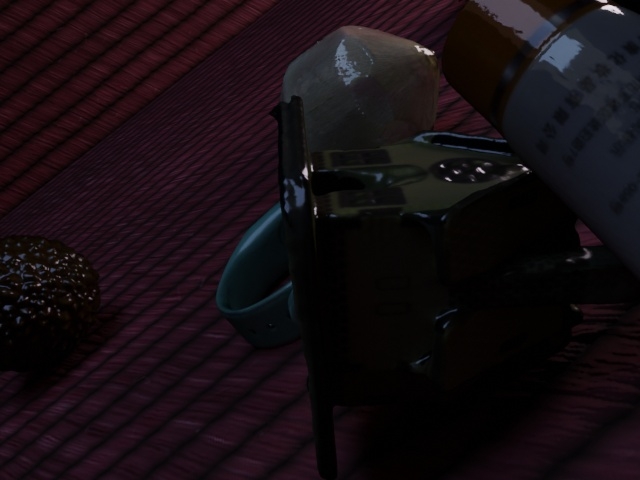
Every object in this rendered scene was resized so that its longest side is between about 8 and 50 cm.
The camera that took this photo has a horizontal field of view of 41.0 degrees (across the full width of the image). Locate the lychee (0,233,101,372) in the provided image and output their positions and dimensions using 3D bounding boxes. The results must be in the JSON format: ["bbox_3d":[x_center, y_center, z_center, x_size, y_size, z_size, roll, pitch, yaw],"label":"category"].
[{"bbox_3d":[-0.398,0.084,1.121,0.238,0.200,0.200,-12,30,19],"label":"lychee"}]

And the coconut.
[{"bbox_3d":[0.053,-0.154,0.946,0.182,0.171,0.171,-26,24,25],"label":"coconut"}]

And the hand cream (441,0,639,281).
[{"bbox_3d":[0.191,-0.022,0.398,0.139,0.089,0.314,-36,59,-3],"label":"hand cream"}]

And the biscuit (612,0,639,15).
[{"bbox_3d":[0.227,-0.139,0.415,0.073,0.107,0.388,6,6,1],"label":"biscuit"}]

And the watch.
[{"bbox_3d":[0.000,0.000,0.837,0.237,0.068,0.195,-40,23,-3],"label":"watch"}]

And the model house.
[{"bbox_3d":[0.115,0.010,0.557,0.278,0.205,0.218,-6,26,-2],"label":"model house"}]
